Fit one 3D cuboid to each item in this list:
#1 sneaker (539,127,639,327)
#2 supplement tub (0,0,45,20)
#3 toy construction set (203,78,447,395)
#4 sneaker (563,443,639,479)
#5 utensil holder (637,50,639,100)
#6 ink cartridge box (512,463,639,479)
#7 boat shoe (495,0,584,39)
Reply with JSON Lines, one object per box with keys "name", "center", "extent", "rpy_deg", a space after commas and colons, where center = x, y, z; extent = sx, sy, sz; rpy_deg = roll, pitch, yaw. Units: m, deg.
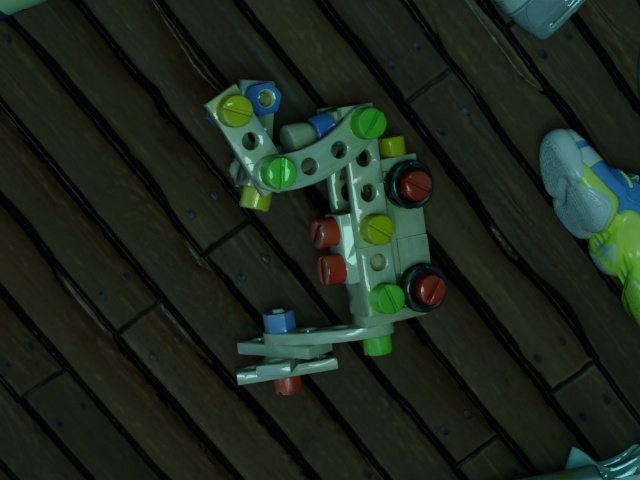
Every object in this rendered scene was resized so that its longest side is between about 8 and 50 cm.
{"name": "sneaker", "center": [0.318, -0.029, 1.285], "extent": [0.126, 0.091, 0.240], "rpy_deg": [-35, 102, -13]}
{"name": "supplement tub", "center": [-0.196, -0.332, 1.028], "extent": [0.325, 0.235, 0.235], "rpy_deg": [-22, 103, 4]}
{"name": "toy construction set", "center": [0.000, 0.000, 1.236], "extent": [0.215, 0.151, 0.327], "rpy_deg": [-12, 113, -24]}
{"name": "sneaker", "center": [0.361, 0.255, 1.351], "extent": [0.212, 0.080, 0.094], "rpy_deg": [3, 92, -1]}
{"name": "utensil holder", "center": [0.467, -0.128, 1.101], "extent": [0.328, 0.385, 0.327], "rpy_deg": [-1, 103, -3]}
{"name": "ink cartridge box", "center": [0.251, 0.389, 1.321], "extent": [0.307, 0.072, 0.303], "rpy_deg": [-15, 96, 19]}
{"name": "boat shoe", "center": [0.269, -0.284, 1.222], "extent": [0.227, 0.079, 0.081], "rpy_deg": [-43, 110, 13]}
